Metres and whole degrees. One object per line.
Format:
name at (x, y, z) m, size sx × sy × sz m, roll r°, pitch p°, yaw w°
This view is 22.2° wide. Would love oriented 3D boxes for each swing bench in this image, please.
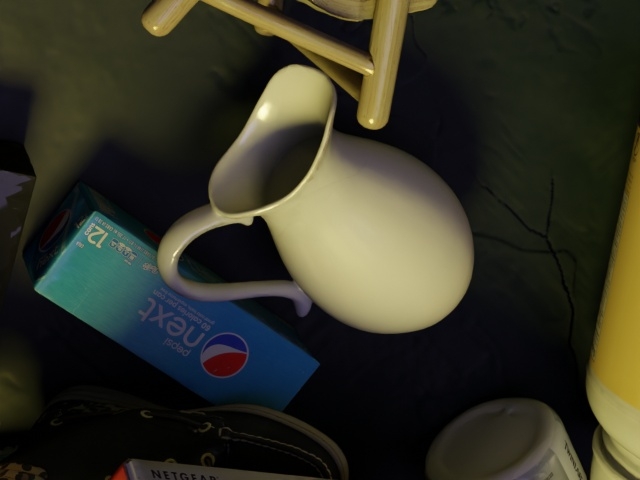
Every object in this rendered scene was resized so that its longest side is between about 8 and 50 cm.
swing bench at (-0.013, -0.239, 0.975) m, size 0.165 × 0.253 × 0.255 m, roll 21°, pitch 102°, yaw -24°

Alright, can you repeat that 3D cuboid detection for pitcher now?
pitcher at (0.000, 0.000, 1.129) m, size 0.178 × 0.125 × 0.207 m, roll -43°, pitch 135°, yaw 9°

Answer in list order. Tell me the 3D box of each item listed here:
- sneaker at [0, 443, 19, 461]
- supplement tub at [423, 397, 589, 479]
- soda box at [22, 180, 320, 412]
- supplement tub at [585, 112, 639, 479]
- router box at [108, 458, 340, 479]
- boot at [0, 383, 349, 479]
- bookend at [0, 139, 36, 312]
sneaker at (-0.257, 0.180, 1.151) m, size 0.162 × 0.073 × 0.063 m, roll -3°, pitch 111°, yaw -17°
supplement tub at (0.167, 0.228, 1.288) m, size 0.117 × 0.117 × 0.190 m, roll -31°, pitch 116°, yaw -5°
soda box at (-0.105, 0.050, 1.157) m, size 0.210 × 0.067 × 0.071 m, roll 36°, pitch 96°, yaw -26°
supplement tub at (0.330, 0.046, 1.205) m, size 0.241 × 0.241 × 0.331 m, roll 2°, pitch 109°, yaw -19°
router box at (-0.060, 0.282, 1.102) m, size 0.335 × 0.082 × 0.301 m, roll 13°, pitch 129°, yaw -40°
boot at (-0.116, 0.171, 1.085) m, size 0.236 × 0.178 × 0.085 m, roll 9°, pitch 109°, yaw 19°
bookend at (-0.285, 0.003, 1.076) m, size 0.156 × 0.072 × 0.157 m, roll 11°, pitch 107°, yaw -21°
